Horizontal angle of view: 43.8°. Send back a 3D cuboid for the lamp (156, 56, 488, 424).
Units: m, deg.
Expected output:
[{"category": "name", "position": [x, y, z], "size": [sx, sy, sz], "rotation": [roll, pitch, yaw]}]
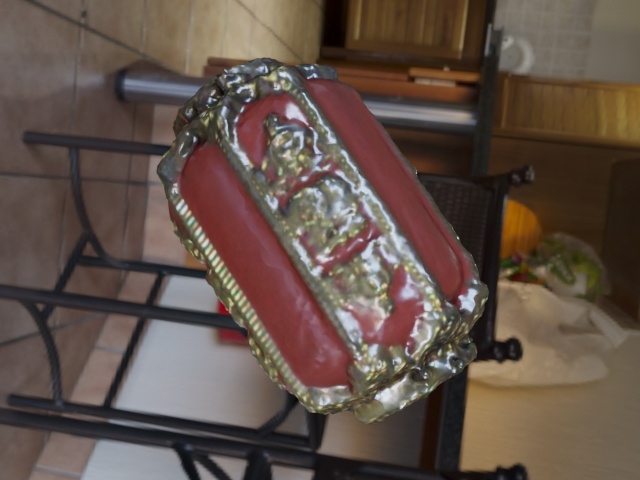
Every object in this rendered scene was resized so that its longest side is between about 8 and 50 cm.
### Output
[{"category": "lamp", "position": [0.000, 0.000, 0.592], "size": [0.274, 0.177, 0.177], "rotation": [55, 8, 6]}]
